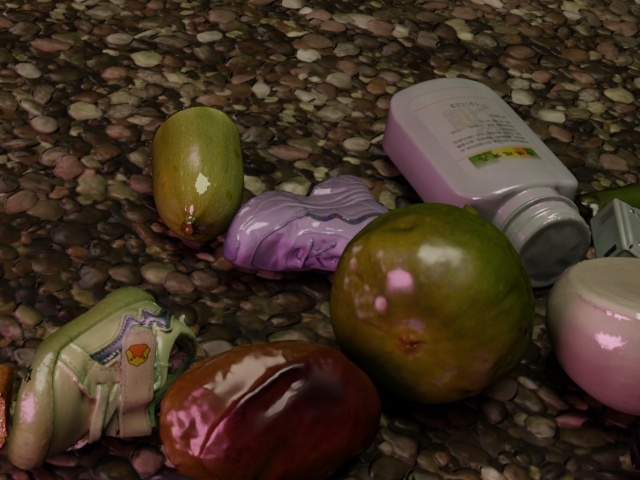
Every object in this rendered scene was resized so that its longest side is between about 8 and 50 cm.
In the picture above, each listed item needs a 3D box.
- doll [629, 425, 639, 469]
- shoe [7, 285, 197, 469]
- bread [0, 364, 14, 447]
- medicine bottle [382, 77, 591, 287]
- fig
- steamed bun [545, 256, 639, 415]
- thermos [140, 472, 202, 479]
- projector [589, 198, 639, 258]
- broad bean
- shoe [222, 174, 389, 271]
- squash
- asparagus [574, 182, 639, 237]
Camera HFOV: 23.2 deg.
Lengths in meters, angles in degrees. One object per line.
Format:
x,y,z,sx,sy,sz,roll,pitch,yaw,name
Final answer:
0.460,0.238,1.625,0.257,0.117,0.182,4,38,-8,doll
-0.218,0.132,1.577,0.128,0.140,0.262,11,28,18,shoe
-0.351,0.165,1.562,0.083,0.076,0.070,6,25,-6,bread
0.217,-0.078,1.994,0.179,0.124,0.324,-7,38,-26,medicine bottle
0.154,0.052,1.718,0.233,0.233,0.314,35,38,30,fig
0.363,0.116,1.742,0.232,0.145,0.232,5,18,-2,steamed bun
-0.166,0.349,1.322,0.136,0.109,0.330,11,36,1,thermos
0.404,0.027,1.898,0.147,0.061,0.115,34,29,-20,projector
-0.052,0.179,1.577,0.228,0.156,0.122,-11,-1,-17,broad bean
0.000,0.000,1.854,0.245,0.095,0.137,-17,41,-42,shoe
-0.150,-0.071,1.894,0.123,0.123,0.186,4,36,-8,squash
0.450,-0.051,2.070,0.278,0.060,0.067,-10,21,-26,asparagus
